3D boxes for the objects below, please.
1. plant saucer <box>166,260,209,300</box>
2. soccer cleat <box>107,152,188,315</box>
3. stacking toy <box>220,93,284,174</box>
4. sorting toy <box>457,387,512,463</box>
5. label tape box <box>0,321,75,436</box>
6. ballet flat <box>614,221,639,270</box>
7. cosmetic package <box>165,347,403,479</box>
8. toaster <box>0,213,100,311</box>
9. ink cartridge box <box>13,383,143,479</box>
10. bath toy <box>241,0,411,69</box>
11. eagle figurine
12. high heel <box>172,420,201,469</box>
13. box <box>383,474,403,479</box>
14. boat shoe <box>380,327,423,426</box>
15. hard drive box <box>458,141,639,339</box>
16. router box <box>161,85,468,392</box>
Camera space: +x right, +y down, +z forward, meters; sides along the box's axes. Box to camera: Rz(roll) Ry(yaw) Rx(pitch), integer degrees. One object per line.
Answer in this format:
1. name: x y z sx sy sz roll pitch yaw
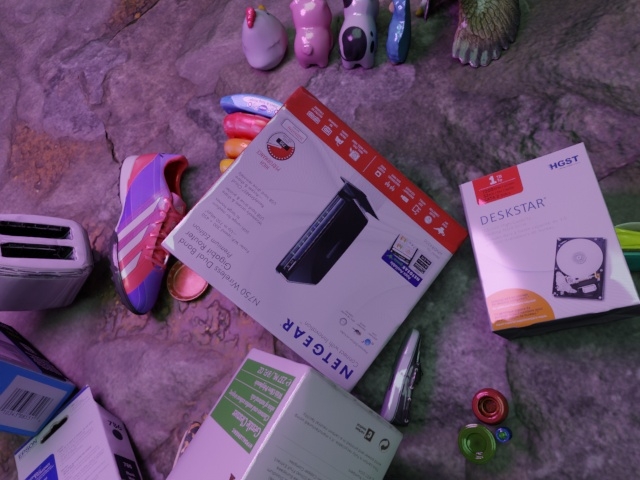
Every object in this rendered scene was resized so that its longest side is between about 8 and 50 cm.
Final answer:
1. plant saucer: -0.235 0.069 0.843 0.084 0.013 0.083 -5 67 12
2. soccer cleat: -0.301 -0.025 0.850 0.117 0.108 0.317 -10 64 5
3. stacking toy: -0.124 -0.086 0.823 0.175 0.166 0.301 19 87 12
4. sorting toy: 0.234 0.258 0.649 0.061 0.042 0.101 19 85 35
5. label tape box: -0.599 0.163 0.753 0.334 0.240 0.105 25 70 27
6. ballet flat: 0.501 0.012 0.668 0.231 0.077 0.077 7 53 17
7. cosmetic package: -0.091 0.321 0.509 0.155 0.197 0.365 41 67 -17
8. toaster: -0.502 0.036 0.791 0.146 0.227 0.129 -38 61 32
9. ink cartridge box: -0.343 0.379 0.677 0.165 0.065 0.333 -44 44 -7
10. bath toy: 0.000 -0.428 0.929 0.349 0.129 0.151 1 69 14
11. eagle figurine: 0.256 -0.500 0.873 0.227 0.225 0.298 -10 55 -4
12. high heel: -0.116 0.388 0.657 0.187 0.093 0.261 -4 64 -1
13. box: 0.069 0.462 0.468 0.319 0.097 0.394 4 50 30
14. boat shoe: 0.127 0.202 0.691 0.040 0.049 0.142 21 75 0
15. hard drive box: 0.317 0.007 0.668 0.181 0.089 0.232 -20 62 29
16. router box: 0.000 0.000 0.697 0.335 0.082 0.301 40 80 -7
